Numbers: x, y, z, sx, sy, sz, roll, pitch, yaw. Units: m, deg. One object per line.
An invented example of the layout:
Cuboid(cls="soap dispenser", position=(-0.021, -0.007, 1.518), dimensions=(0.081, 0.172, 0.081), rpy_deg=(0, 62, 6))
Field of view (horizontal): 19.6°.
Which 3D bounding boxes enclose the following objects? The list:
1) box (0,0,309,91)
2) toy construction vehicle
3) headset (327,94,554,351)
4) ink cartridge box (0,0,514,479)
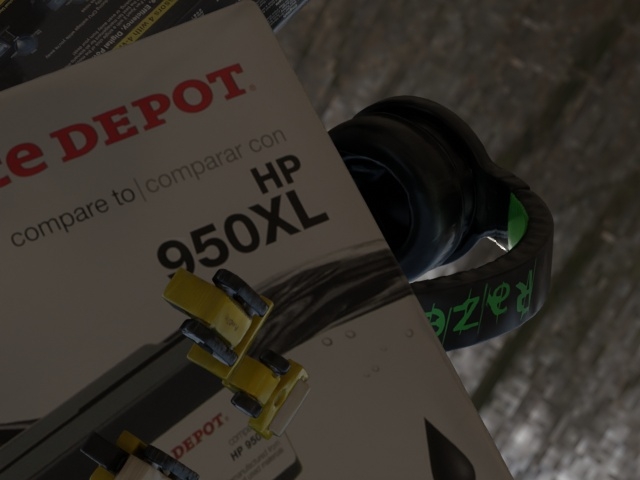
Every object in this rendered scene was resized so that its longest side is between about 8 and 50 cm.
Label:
Cuboid(cls="box", position=(-0.150, -0.243, 1.329), dimensions=(0.318, 0.395, 0.097), rpy_deg=(33, 160, 32))
Cuboid(cls="toy construction vehicle", position=(-0.045, 0.055, 0.628), dimensions=(0.035, 0.086, 0.098), rpy_deg=(27, 171, 25))
Cuboid(cls="headset", position=(0.000, 0.000, 1.323), dimensions=(0.243, 0.185, 0.394), rpy_deg=(-12, -152, -24))
Cuboid(cls="ink cartridge box", position=(-0.083, 0.117, 0.924), dimensions=(0.395, 0.285, 0.166), rpy_deg=(62, 156, 10))
